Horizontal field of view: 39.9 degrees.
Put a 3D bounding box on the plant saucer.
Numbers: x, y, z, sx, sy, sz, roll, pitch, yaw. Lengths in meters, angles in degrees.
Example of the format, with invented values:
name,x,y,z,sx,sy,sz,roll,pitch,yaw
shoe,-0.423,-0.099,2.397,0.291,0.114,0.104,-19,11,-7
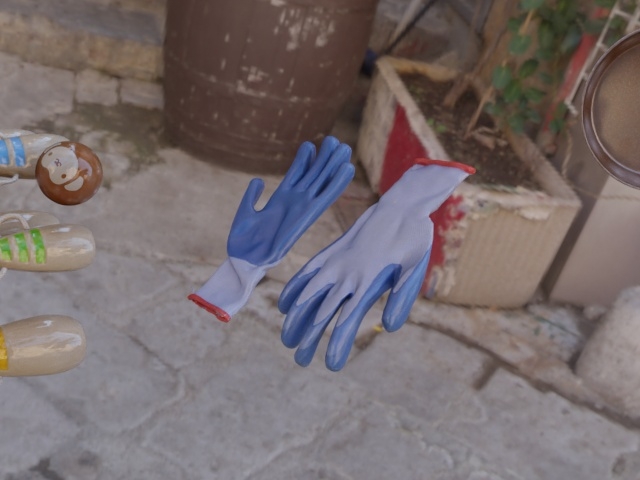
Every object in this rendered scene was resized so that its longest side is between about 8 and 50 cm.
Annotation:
name,x,y,z,sx,sy,sz,roll,pitch,yaw
plant saucer,0.346,-0.134,0.894,0.168,0.168,0.029,19,13,1

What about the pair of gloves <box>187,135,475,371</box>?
name,x,y,z,sx,sy,sz,roll,pitch,yaw
pair of gloves,0.000,0.000,0.567,0.198,0.023,0.159,15,62,48

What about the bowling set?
name,x,y,z,sx,sy,sz,roll,pitch,yaw
bowling set,-0.287,-0.032,0.762,0.154,0.200,0.287,-5,60,-33
